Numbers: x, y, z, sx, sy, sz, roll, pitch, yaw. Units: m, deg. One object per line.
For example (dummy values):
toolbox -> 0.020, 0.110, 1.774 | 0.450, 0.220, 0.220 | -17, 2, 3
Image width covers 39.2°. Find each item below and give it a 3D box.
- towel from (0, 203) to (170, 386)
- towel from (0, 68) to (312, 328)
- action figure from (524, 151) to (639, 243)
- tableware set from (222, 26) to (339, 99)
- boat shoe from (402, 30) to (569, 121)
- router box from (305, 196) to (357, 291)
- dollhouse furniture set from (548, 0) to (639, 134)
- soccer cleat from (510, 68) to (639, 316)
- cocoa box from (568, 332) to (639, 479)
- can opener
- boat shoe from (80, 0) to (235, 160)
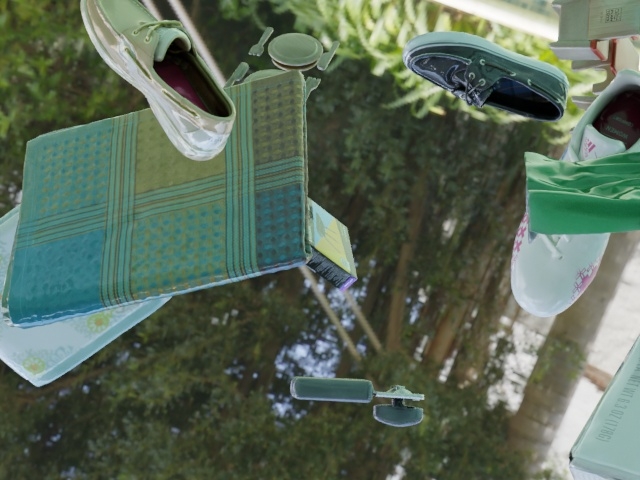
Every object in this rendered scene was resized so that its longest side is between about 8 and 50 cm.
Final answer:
towel -> -0.503, 0.078, 1.706 | 0.320, 0.374, 0.090 | 53, -174, -28
towel -> -0.188, -0.048, 1.034 | 0.370, 0.271, 0.040 | -12, 147, 16
action figure -> 0.279, -0.032, 0.699 | 0.232, 0.063, 0.137 | 0, -146, 12
tableware set -> -0.056, -0.254, 1.381 | 0.128, 0.039, 0.194 | 15, -133, 12
boat shoe -> 0.216, -0.204, 1.170 | 0.228, 0.080, 0.076 | 15, -126, -12
router box -> 0.000, 0.000, 1.702 | 0.133, 0.046, 0.179 | 37, -157, -26
dollhouse furniture set -> 0.468, -0.300, 1.420 | 0.135, 0.262, 0.259 | 0, 170, 33
soccer cleat -> 0.325, -0.064, 1.127 | 0.116, 0.331, 0.143 | 26, 178, 24
cocoa box -> 0.349, 0.195, 0.581 | 0.228, 0.347, 0.231 | 9, -134, 44
can opener -> 0.079, 0.336, 1.864 | 0.283, 0.095, 0.076 | 4, 173, -9
boat shoe -> -0.123, -0.145, 0.712 | 0.170, 0.059, 0.063 | 51, -132, 3
